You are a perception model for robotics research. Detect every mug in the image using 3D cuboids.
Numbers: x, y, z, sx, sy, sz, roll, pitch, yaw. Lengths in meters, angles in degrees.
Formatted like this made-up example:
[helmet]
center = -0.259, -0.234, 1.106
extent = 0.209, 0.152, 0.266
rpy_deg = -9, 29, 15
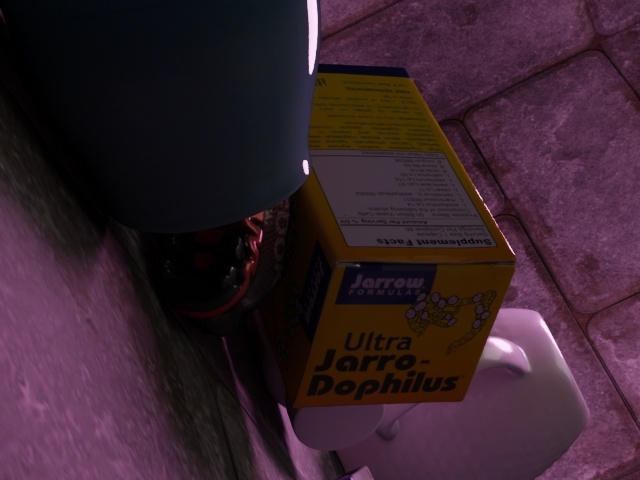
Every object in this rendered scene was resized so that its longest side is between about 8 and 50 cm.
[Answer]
[mug]
center = 0.183, 0.228, 1.869
extent = 0.276, 0.328, 0.374
rpy_deg = 65, 4, 24

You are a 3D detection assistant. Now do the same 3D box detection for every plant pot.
[plant pot]
center = -0.119, -0.154, 1.123
extent = 0.271, 0.272, 0.255
rpy_deg = -108, -174, -65

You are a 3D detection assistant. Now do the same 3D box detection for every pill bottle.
[pill bottle]
center = -0.008, 0.120, 1.535
extent = 0.131, 0.131, 0.229
rpy_deg = 60, 6, -42

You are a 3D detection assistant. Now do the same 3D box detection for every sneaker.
[sneaker]
center = -0.075, -0.028, 1.297
extent = 0.135, 0.098, 0.276
rpy_deg = 76, 27, -56

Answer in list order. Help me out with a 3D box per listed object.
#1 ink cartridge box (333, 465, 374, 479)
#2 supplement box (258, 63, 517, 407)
[ink cartridge box]
center = 0.072, 0.368, 1.588
extent = 0.206, 0.045, 0.208
rpy_deg = 64, 3, 8
[supplement box]
center = 0.035, -0.015, 1.452
extent = 0.356, 0.194, 0.195
rpy_deg = -112, -151, -48
